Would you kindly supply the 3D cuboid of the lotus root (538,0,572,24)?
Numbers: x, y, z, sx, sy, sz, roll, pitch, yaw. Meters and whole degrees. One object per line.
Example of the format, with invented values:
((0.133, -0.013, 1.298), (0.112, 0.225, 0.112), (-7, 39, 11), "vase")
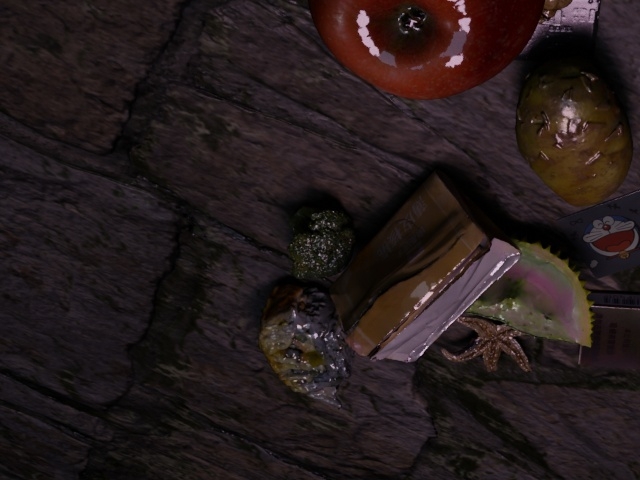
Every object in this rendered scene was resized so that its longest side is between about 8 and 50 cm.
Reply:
((0.349, -0.388, 1.562), (0.063, 0.072, 0.152), (44, 136, 36), "lotus root")

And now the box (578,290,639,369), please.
((0.667, 0.180, 2.031), (0.324, 0.047, 0.180), (3, 134, 12), "box")

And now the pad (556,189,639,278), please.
((0.570, -0.022, 1.895), (0.245, 0.006, 0.170), (-21, 124, 31), "pad")

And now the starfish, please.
((0.347, 0.196, 2.123), (0.213, 0.057, 0.238), (-28, 125, 25), "starfish")

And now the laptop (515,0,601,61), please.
((0.341, -0.335, 1.650), (0.180, 0.016, 0.129), (4, 133, 11), "laptop")

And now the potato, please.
((0.409, -0.166, 1.703), (0.176, 0.141, 0.298), (2, 136, 32), "potato")

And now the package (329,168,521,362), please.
((0.164, 0.061, 1.859), (0.221, 0.165, 0.311), (47, 110, 10), "package")

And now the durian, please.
((0.333, 0.082, 1.930), (0.351, 0.169, 0.158), (11, 146, 21), "durian")

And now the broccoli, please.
((0.000, 0.000, 1.978), (0.138, 0.145, 0.162), (45, 156, 15), "broccoli")

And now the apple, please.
((0.148, -0.367, 1.483), (0.348, 0.277, 0.349), (8, 134, 9), "apple")

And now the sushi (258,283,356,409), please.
((-0.015, 0.211, 2.167), (0.184, 0.139, 0.274), (-3, 135, 20), "sushi")
